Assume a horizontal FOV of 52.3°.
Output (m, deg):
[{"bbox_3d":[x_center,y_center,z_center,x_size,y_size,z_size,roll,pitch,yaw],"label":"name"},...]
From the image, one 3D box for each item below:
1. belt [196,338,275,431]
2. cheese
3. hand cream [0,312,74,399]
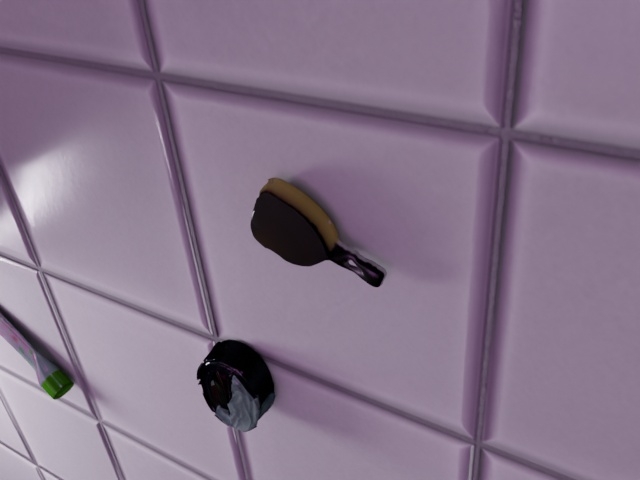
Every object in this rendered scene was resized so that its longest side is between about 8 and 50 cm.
[{"bbox_3d":[-0.119,0.208,0.939,0.105,0.058,0.140,5,120,28],"label":"belt"},{"bbox_3d":[-0.001,0.000,0.708,0.162,0.036,0.086,33,132,13],"label":"cheese"},{"bbox_3d":[-0.617,0.215,1.337,0.275,0.050,0.079,42,112,12],"label":"hand cream"}]
